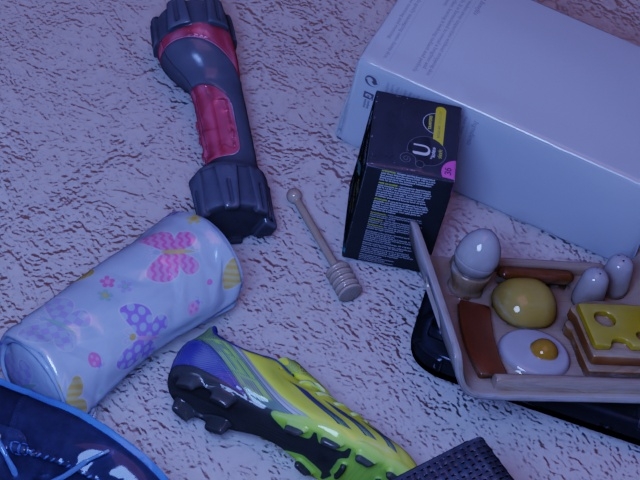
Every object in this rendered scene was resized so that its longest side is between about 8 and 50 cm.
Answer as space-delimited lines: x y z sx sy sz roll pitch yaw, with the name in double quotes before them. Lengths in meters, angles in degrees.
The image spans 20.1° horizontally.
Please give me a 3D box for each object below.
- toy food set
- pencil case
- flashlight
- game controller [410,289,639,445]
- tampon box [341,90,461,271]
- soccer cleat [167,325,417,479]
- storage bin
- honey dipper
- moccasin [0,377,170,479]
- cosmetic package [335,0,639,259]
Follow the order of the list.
"toy food set" 0.258 0.065 1.934 0.306 0.092 0.220 3 39 -16
"pencil case" -0.206 0.080 1.886 0.124 0.113 0.273 44 57 10
"flashlight" -0.130 -0.142 2.080 0.103 0.103 0.304 -17 55 9
"game controller" 0.262 0.124 1.992 0.319 0.067 0.166 19 38 2
"tampon box" 0.091 -0.065 2.021 0.101 0.161 0.120 11 49 -3
"soccer cleat" -0.018 0.175 1.868 0.289 0.093 0.121 25 46 7
"storage bin" 0.104 0.285 1.787 0.180 0.122 0.084 -24 61 -26
"honey dipper" 0.000 0.000 2.041 0.030 0.030 0.161 -16 57 -22
"moccasin" -0.305 0.218 1.770 0.342 0.138 0.117 20 55 22
"cosmetic package" 0.243 -0.155 2.132 0.385 0.156 0.217 27 53 8
